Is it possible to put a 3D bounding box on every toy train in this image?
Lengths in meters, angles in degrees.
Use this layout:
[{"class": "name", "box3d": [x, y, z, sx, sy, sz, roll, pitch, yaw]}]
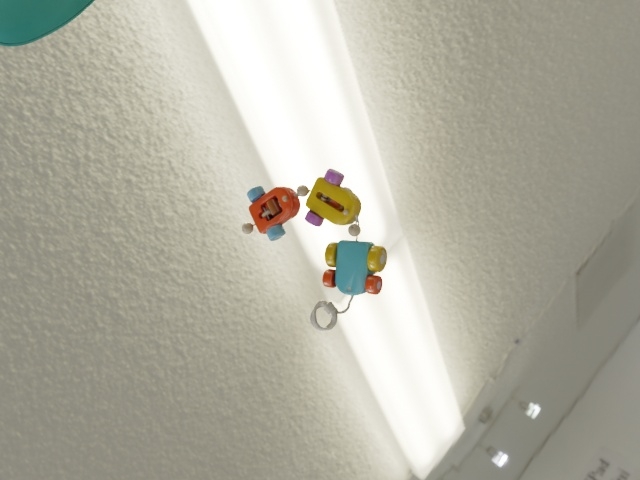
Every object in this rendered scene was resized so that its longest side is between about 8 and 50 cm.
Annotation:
[{"class": "toy train", "box3d": [0.000, 0.000, 0.734, 0.125, 0.166, 0.046, -38, -17, 25]}]

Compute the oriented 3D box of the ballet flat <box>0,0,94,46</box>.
[{"class": "ballet flat", "box3d": [-0.191, -0.260, 0.597, 0.247, 0.087, 0.083, -37, -31, 15]}]
